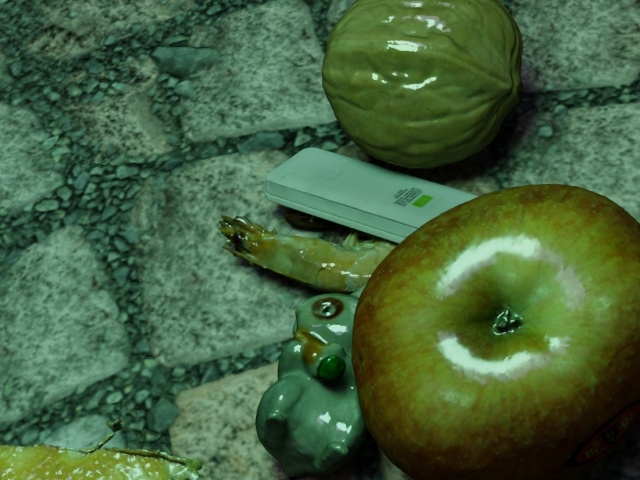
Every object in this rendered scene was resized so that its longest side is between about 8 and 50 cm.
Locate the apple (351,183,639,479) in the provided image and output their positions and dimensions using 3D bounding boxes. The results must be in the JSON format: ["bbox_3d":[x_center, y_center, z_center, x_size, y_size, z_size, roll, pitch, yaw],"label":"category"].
[{"bbox_3d":[0.179,0.084,1.283,0.277,0.250,0.309,36,68,6],"label":"apple"}]

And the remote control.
[{"bbox_3d":[0.063,-0.045,1.562,0.250,0.034,0.103,17,35,27],"label":"remote control"}]

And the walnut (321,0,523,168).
[{"bbox_3d":[0.118,-0.189,1.572,0.228,0.228,0.228,-8,51,10],"label":"walnut"}]

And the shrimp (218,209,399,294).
[{"bbox_3d":[-0.001,-0.002,1.556,0.236,0.053,0.133,10,53,22],"label":"shrimp"}]

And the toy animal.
[{"bbox_3d":[0.007,0.120,1.413,0.108,0.138,0.236,20,51,-5],"label":"toy animal"}]

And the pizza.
[{"bbox_3d":[-0.246,0.290,1.386,0.287,0.075,0.280,-18,54,-1],"label":"pizza"}]
